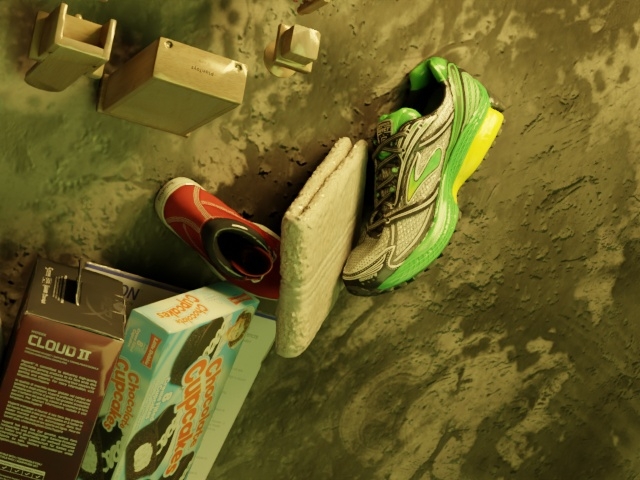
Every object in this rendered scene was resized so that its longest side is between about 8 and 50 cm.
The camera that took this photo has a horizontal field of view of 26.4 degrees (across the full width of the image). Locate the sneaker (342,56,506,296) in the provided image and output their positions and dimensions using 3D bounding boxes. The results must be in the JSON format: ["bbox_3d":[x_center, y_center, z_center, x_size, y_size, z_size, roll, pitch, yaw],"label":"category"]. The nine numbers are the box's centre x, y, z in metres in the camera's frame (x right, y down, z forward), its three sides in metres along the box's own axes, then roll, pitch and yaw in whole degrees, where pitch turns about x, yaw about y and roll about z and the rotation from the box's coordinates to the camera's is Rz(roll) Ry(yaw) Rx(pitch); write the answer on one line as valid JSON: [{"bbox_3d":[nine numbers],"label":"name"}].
[{"bbox_3d":[0.105,-0.081,1.749,0.146,0.134,0.343,37,66,-29],"label":"sneaker"}]

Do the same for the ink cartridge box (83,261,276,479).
[{"bbox_3d":[-0.236,0.188,1.706,0.303,0.072,0.307,19,99,-37],"label":"ink cartridge box"}]

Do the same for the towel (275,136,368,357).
[{"bbox_3d":[0.000,0.000,1.683,0.282,0.049,0.187,-55,151,-61],"label":"towel"}]

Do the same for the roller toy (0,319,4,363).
[{"bbox_3d":[-0.435,0.102,1.416,0.191,0.146,0.209,8,107,-35],"label":"roller toy"}]

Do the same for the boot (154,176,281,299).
[{"bbox_3d":[-0.078,0.029,1.661,0.244,0.176,0.088,37,89,-41],"label":"boot"}]

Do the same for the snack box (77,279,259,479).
[{"bbox_3d":[-0.194,0.208,1.589,0.187,0.060,0.322,-18,135,-59],"label":"snack box"}]

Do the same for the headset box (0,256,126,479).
[{"bbox_3d":[-0.298,0.164,1.485,0.110,0.218,0.293,18,102,-13],"label":"headset box"}]

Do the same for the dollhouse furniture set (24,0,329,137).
[{"bbox_3d":[-0.157,-0.317,1.524,0.303,0.174,0.355,14,75,-26],"label":"dollhouse furniture set"}]
